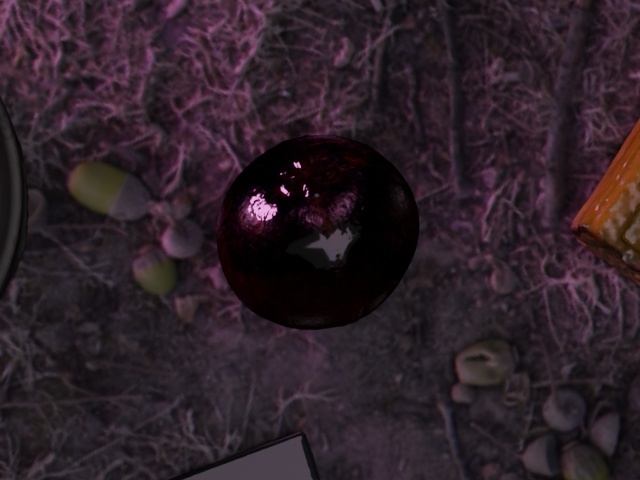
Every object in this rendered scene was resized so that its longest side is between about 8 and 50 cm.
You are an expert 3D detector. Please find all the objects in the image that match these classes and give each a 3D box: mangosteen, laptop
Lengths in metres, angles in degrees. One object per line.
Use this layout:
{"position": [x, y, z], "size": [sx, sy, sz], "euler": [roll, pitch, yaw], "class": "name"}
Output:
{"position": [0.000, 0.000, 1.316], "size": [0.152, 0.152, 0.152], "euler": [0, 90, -13], "class": "mangosteen"}
{"position": [-0.043, 0.248, 1.362], "size": [0.129, 0.016, 0.180], "euler": [-20, 95, -12], "class": "laptop"}

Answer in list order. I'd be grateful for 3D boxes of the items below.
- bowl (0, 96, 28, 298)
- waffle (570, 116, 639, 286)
{"position": [-0.351, -0.031, 1.223], "size": [0.307, 0.163, 0.307], "euler": [0, 90, -10], "class": "bowl"}
{"position": [0.350, -0.029, 1.433], "size": [0.248, 0.055, 0.221], "euler": [36, 82, -10], "class": "waffle"}
